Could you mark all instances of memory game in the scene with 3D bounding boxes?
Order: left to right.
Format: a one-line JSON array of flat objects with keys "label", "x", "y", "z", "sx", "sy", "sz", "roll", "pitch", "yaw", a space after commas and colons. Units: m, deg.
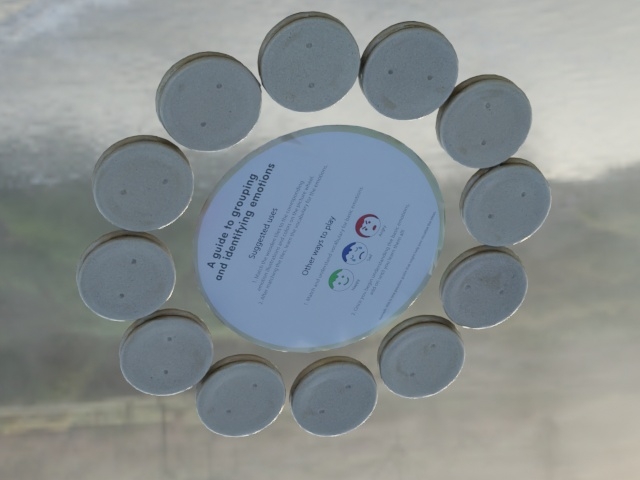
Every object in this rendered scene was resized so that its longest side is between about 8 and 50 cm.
[{"label": "memory game", "x": 0.000, "y": 0.000, "z": 0.536, "sx": 0.186, "sy": 0.186, "sz": 0.012, "roll": -1, "pitch": -150, "yaw": -16}]
